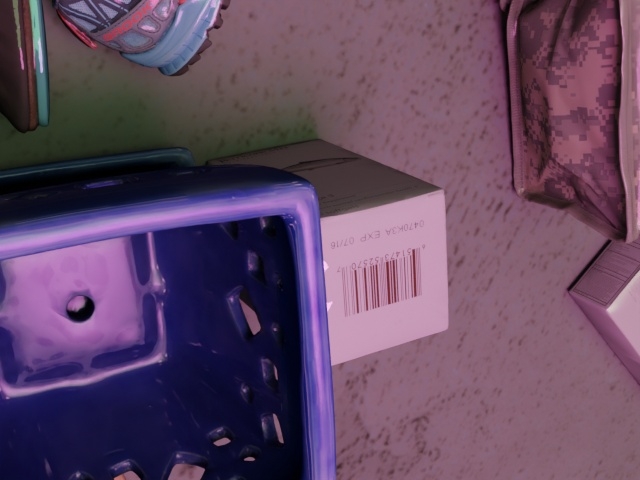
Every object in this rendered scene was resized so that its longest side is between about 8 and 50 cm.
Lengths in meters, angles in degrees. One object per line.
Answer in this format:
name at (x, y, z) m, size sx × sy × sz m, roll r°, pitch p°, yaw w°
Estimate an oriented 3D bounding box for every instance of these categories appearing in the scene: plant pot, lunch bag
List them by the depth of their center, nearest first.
plant pot at (-0.143, 0.065, 0.574) m, size 0.235 × 0.212 × 0.236 m, roll -13°, pitch 112°, yaw -26°
lunch bag at (0.287, -0.178, 0.758) m, size 0.235 × 0.169 × 0.287 m, roll -22°, pitch 120°, yaw -21°

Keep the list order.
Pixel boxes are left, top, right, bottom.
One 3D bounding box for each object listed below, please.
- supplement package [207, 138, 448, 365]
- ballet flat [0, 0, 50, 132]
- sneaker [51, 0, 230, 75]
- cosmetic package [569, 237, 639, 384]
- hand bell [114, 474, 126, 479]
supplement package at (0.000, 0.000, 0.650) m, size 0.105 × 0.179 × 0.105 m, roll -15°, pitch 113°, yaw -24°
ballet flat at (-0.207, -0.206, 0.528) m, size 0.096 × 0.095 × 0.281 m, roll 1°, pitch 101°, yaw -18°
sneaker at (-0.097, -0.243, 0.565) m, size 0.125 × 0.104 × 0.262 m, roll 14°, pitch 98°, yaw -29°
cosmetic package at (0.362, 0.096, 0.950) m, size 0.099 × 0.060 × 0.239 m, roll -47°, pitch 122°, yaw -6°
hand bell at (-0.158, 0.250, 0.608) m, size 0.126 × 0.242 × 0.126 m, roll -9°, pitch 109°, yaw -26°
